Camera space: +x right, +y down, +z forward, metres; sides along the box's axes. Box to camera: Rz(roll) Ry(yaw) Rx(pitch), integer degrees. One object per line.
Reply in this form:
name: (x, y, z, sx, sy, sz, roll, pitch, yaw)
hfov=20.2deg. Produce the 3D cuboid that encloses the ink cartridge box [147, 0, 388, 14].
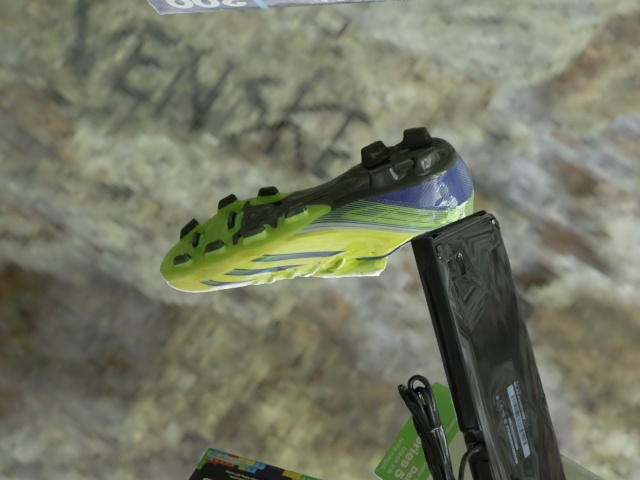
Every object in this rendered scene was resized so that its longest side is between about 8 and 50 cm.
ink cartridge box: (-0.018, -0.176, 1.098, 0.206, 0.045, 0.208, -1, -11, 15)

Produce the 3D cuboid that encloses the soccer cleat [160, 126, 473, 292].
soccer cleat: (0.001, 0.000, 1.594, 0.093, 0.289, 0.121, -100, 168, -59)

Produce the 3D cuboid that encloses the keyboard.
keyboard: (0.120, 0.147, 1.334, 0.033, 0.201, 0.317, -13, -85, 32)

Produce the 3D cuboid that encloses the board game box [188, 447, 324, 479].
board game box: (-0.068, 0.286, 1.742, 0.170, 0.141, 0.048, 12, -36, 33)

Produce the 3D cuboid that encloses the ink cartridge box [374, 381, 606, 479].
ink cartridge box: (0.215, 0.269, 1.701, 0.273, 0.114, 0.198, 29, -9, 43)
